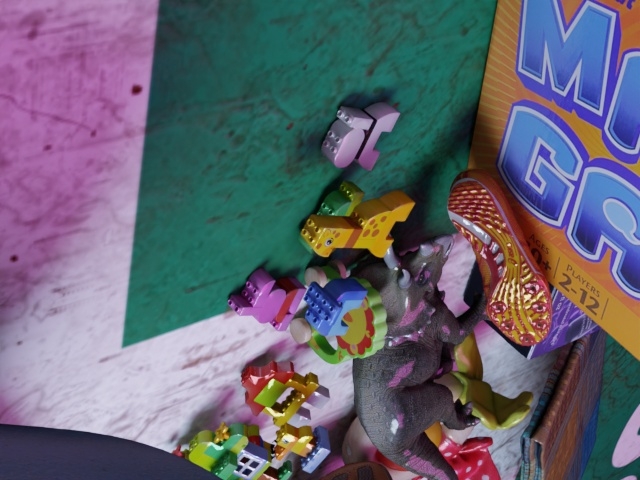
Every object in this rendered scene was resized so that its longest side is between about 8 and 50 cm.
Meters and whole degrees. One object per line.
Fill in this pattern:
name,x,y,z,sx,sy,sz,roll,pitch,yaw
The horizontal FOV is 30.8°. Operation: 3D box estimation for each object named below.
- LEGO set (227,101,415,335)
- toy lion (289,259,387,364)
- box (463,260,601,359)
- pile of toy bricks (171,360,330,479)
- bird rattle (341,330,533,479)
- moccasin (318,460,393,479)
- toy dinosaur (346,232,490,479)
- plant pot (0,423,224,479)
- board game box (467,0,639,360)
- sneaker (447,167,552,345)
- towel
LEGO set,0.000,0.000,0.952,0.093,0.087,0.227,1,123,-47
toy lion,0.020,0.072,1.036,0.034,0.096,0.100,-14,135,-37
box,0.274,0.012,1.230,0.207,0.108,0.153,-17,136,-34
pile of toy bricks,-0.087,0.210,1.077,0.105,0.118,0.212,29,115,-22
bird rattle,0.114,0.204,1.290,0.207,0.143,0.253,-9,145,-26
moccasin,-0.019,0.390,1.278,0.147,0.139,0.380,-4,141,-21
toy dinosaur,0.082,0.123,1.112,0.160,0.121,0.313,-9,113,-39
plant pot,-0.187,0.231,0.707,0.247,0.252,0.247,17,100,-48
board game box,0.388,-0.124,0.990,0.356,0.356,0.356,-25,141,-27
sneaker,0.169,0.013,1.045,0.175,0.064,0.067,68,24,-15
towel,0.307,0.247,1.477,0.271,0.040,0.370,-59,153,-34
